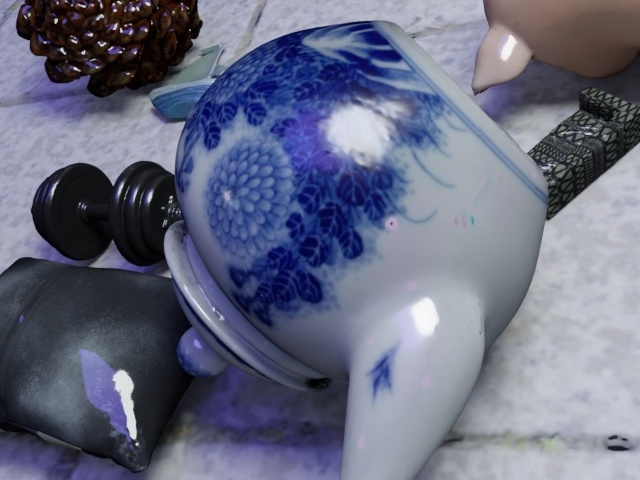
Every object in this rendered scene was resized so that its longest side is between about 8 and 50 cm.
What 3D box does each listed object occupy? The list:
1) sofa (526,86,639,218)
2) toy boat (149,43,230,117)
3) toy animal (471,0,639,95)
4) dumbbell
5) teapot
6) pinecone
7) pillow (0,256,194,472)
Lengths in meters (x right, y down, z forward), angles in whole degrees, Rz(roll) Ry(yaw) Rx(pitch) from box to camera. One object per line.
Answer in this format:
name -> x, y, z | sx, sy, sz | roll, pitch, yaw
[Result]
sofa -> 0.209, -0.076, 0.648 | 0.118, 0.039, 0.060 | -38, 44, -14
toy boat -> -0.159, -0.197, 0.931 | 0.105, 0.034, 0.149 | -21, 44, 1
toy animal -> 0.277, -0.235, 0.662 | 0.256, 0.195, 0.213 | 0, 7, 37
dumbbell -> -0.197, -0.027, 0.738 | 0.209, 0.099, 0.099 | 3, 50, 26
teapot -> 0.000, 0.000, 0.532 | 0.280, 0.252, 0.424 | -43, 40, 15
pinecone -> -0.243, -0.286, 0.946 | 0.221, 0.221, 0.221 | -13, 45, 13
pillow -> -0.200, 0.087, 0.626 | 0.250, 0.106, 0.186 | 4, 42, 22
